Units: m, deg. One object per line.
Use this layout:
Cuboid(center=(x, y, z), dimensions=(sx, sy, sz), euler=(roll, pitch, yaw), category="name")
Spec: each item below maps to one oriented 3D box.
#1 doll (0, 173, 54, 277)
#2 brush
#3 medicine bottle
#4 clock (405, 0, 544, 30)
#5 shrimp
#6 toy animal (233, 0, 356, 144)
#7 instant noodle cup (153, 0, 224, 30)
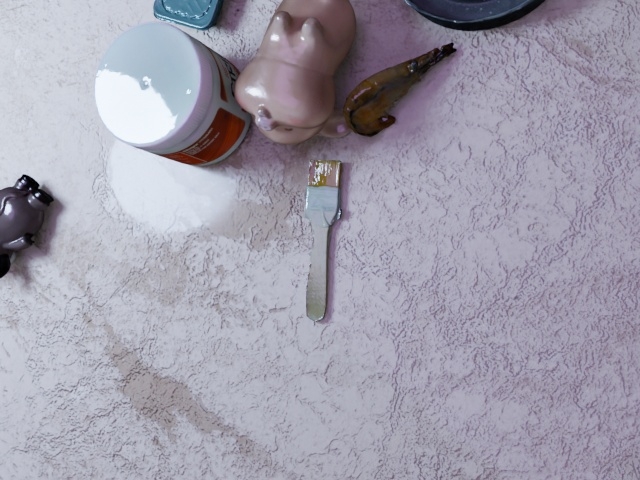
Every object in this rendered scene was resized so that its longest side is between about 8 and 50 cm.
Cuboid(center=(-0.754, -0.035, 1.667), dimensions=(0.182, 0.117, 0.257), euler=(42, 99, 19), category="doll")
Cuboid(center=(0.000, 0.000, 1.454), dimensions=(0.085, 0.020, 0.337), euler=(4, 89, 19), category="brush")
Cuboid(center=(-0.298, -0.295, 1.461), dimensions=(0.252, 0.241, 0.253), euler=(-1, 87, 19), category="medicine bottle")
Cuboid(center=(0.309, -0.597, 1.357), dimensions=(0.385, 0.076, 0.387), euler=(-2, 85, 19), category="clock")
Cuboid(center=(0.158, -0.307, 1.406), dimensions=(0.262, 0.117, 0.066), euler=(-29, 47, -6), category="shrimp")
Cuboid(center=(-0.042, -0.351, 1.396), dimensions=(0.236, 0.269, 0.326), euler=(18, 60, 19), category="toy animal")
Cuboid(center=(-0.275, -0.558, 1.561), dimensions=(0.157, 0.070, 0.179), euler=(20, 93, 18), category="instant noodle cup")
